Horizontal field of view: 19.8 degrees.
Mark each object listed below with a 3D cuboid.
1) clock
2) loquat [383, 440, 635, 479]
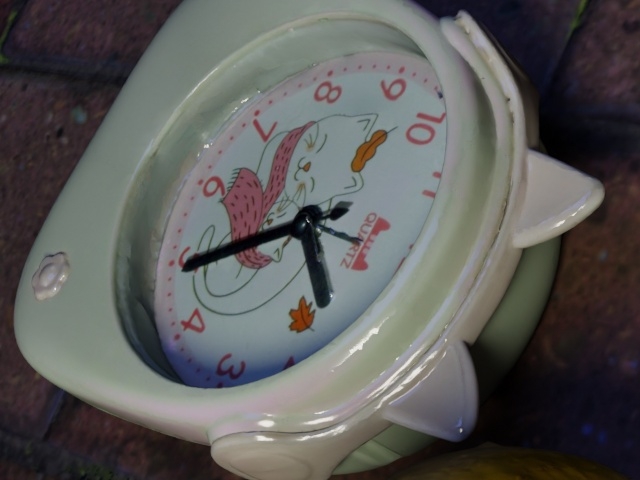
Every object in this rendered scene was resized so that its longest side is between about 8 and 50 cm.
[{"bbox_3d":[0.000,0.000,0.939,0.324,0.108,0.265,23,79,46],"label":"clock"},{"bbox_3d":[0.060,0.178,0.704,0.213,0.213,0.213,-22,51,30],"label":"loquat"}]
